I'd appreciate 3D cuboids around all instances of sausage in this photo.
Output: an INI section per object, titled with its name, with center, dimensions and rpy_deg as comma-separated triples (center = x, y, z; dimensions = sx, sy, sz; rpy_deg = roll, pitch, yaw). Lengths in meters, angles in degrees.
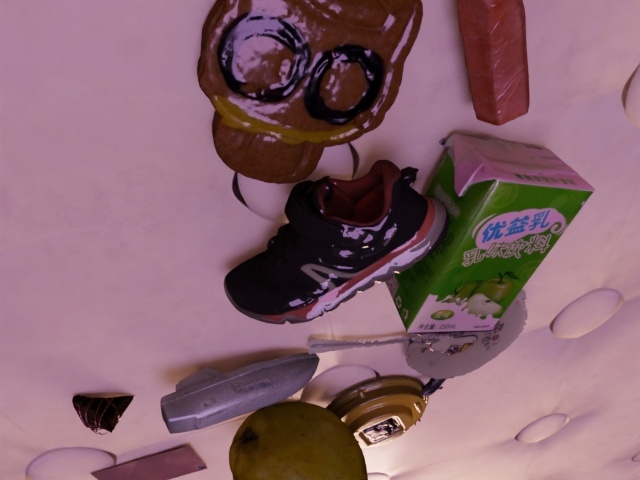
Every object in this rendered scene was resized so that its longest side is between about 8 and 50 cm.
[sausage]
center = 0.175, -0.200, 0.512
dimensions = 0.065, 0.065, 0.169
rpy_deg = -25, 135, 4

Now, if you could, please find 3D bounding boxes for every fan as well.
[fan]
center = 0.178, 0.173, 0.873
dimensions = 0.415, 0.012, 0.232
rpy_deg = -3, 124, -16

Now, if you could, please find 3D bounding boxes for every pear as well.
[pear]
center = -0.033, 0.390, 0.882
dimensions = 0.269, 0.212, 0.212
rpy_deg = 35, 114, -27

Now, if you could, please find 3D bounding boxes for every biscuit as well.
[biscuit]
center = -0.008, -0.173, 0.489
dimensions = 0.209, 0.041, 0.290
rpy_deg = 9, 128, -27

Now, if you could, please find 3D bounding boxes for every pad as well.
[pad]
center = -0.324, 0.441, 0.972
dimensions = 0.188, 0.006, 0.113
rpy_deg = -15, 135, -3

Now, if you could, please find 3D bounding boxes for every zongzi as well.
[zongzi]
center = -0.327, 0.267, 0.764
dimensions = 0.083, 0.073, 0.067
rpy_deg = -11, 115, -10

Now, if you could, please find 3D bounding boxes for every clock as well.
[clock]
center = 0.114, 0.359, 1.010
dimensions = 0.237, 0.057, 0.237
rpy_deg = -10, 134, -11

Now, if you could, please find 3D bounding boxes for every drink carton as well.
[drink carton]
center = 0.201, 0.003, 0.675
dimensions = 0.161, 0.108, 0.271
rpy_deg = 3, 129, -24

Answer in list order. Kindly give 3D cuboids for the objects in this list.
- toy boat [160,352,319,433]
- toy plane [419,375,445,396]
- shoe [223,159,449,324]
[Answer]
[toy boat]
center = -0.120, 0.226, 0.801
dimensions = 0.261, 0.085, 0.078
rpy_deg = -13, 136, -22
[toy plane]
center = 0.224, 0.274, 0.981
dimensions = 0.083, 0.031, 0.078
rpy_deg = -27, 136, -22
[shoe]
center = 0.000, 0.000, 0.595
dimensions = 0.291, 0.114, 0.137
rpy_deg = -27, 129, 13
